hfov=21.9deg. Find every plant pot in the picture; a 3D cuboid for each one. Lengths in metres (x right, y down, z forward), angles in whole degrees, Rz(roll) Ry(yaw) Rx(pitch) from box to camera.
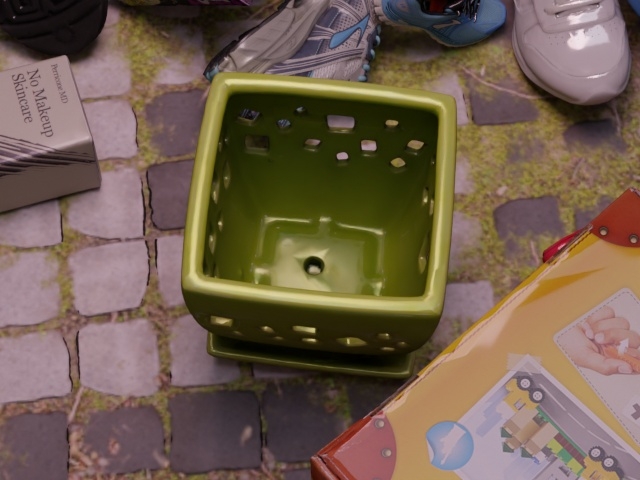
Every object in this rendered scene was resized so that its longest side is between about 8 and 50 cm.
[{"bbox_3d":[0.000,0.000,1.507,0.227,0.207,0.228,6,63,2],"label":"plant pot"}]

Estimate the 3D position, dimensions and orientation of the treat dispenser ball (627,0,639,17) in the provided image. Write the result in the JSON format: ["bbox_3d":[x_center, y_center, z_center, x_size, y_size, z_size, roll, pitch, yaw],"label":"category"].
[{"bbox_3d":[0.427,-0.317,1.636,0.288,0.288,0.288,1,63,-1],"label":"treat dispenser ball"}]

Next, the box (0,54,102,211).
[{"bbox_3d":[-0.359,-0.082,1.600,0.275,0.094,0.113,-17,64,-10],"label":"box"}]

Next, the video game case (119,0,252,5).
[{"bbox_3d":[-0.110,-0.348,1.672,0.210,0.042,0.232,10,78,48],"label":"video game case"}]

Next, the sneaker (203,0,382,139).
[{"bbox_3d":[0.007,-0.199,1.683,0.283,0.110,0.122,-41,102,-30],"label":"sneaker"}]

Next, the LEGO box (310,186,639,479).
[{"bbox_3d":[0.294,0.265,1.376,0.372,0.193,0.500,-39,70,-14],"label":"LEGO box"}]

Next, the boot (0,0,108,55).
[{"bbox_3d":[-0.290,-0.385,1.733,0.131,0.348,0.260,-19,17,23],"label":"boot"}]

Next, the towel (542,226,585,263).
[{"bbox_3d":[0.361,0.075,1.580,0.199,0.031,0.275,-26,67,-13],"label":"towel"}]

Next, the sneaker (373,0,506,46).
[{"bbox_3d":[0.132,-0.234,1.676,0.162,0.073,0.063,2,87,-39],"label":"sneaker"}]

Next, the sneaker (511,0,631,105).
[{"bbox_3d":[0.234,-0.277,1.683,0.114,0.152,0.305,-15,62,4],"label":"sneaker"}]
